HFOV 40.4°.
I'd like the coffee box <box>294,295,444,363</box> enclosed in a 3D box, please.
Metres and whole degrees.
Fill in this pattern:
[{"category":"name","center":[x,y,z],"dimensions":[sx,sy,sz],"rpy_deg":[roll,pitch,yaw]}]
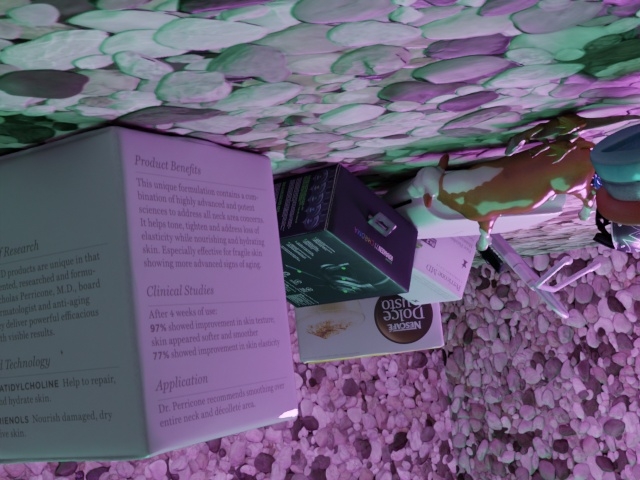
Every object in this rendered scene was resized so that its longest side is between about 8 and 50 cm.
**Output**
[{"category":"coffee box","center":[0.107,0.120,2.150],"dimensions":[0.337,0.334,0.338],"rpy_deg":[-6,174,1]}]

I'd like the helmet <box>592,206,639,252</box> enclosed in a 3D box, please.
[{"category":"helmet","center":[0.712,-0.049,1.996],"dimensions":[0.169,0.169,0.161],"rpy_deg":[-3,-171,-21]}]

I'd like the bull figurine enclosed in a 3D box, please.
[{"category":"bull figurine","center":[0.304,-0.080,1.428],"dimensions":[0.310,0.101,0.188],"rpy_deg":[-13,146,17]}]

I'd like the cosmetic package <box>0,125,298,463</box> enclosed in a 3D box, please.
[{"category":"cosmetic package","center":[-0.265,0.082,1.206],"dimensions":[0.327,0.394,0.329],"rpy_deg":[-10,172,31]}]

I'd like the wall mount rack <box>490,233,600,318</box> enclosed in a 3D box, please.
[{"category":"wall mount rack","center":[0.485,0.008,1.953],"dimensions":[0.130,0.350,0.304],"rpy_deg":[-45,158,16]}]

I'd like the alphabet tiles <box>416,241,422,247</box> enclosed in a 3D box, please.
[{"category":"alphabet tiles","center":[0.062,-0.033,1.685],"dimensions":[0.237,0.009,0.198],"rpy_deg":[25,172,-11]}]

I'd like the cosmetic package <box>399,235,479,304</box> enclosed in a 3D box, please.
[{"category":"cosmetic package","center":[0.223,0.022,1.857],"dimensions":[0.151,0.184,0.151],"rpy_deg":[32,154,-27]}]

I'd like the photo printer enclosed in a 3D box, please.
[{"category":"photo printer","center":[0.268,-0.068,1.649],"dimensions":[0.307,0.107,0.256],"rpy_deg":[-4,173,-18]}]

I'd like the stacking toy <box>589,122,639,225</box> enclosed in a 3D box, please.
[{"category":"stacking toy","center":[0.488,-0.155,1.126],"dimensions":[0.308,0.130,0.279],"rpy_deg":[-20,-161,12]}]

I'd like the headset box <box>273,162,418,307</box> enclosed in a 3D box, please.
[{"category":"headset box","center":[0.000,0.000,1.524],"dimensions":[0.283,0.131,0.246],"rpy_deg":[-11,146,39]}]

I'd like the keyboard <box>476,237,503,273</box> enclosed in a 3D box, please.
[{"category":"keyboard","center":[0.354,-0.013,1.955],"dimensions":[0.038,0.192,0.100],"rpy_deg":[-35,161,-6]}]

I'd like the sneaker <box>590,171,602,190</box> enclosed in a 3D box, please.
[{"category":"sneaker","center":[0.475,-0.118,1.592],"dimensions":[0.083,0.071,0.190],"rpy_deg":[7,177,35]}]

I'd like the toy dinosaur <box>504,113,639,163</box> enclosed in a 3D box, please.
[{"category":"toy dinosaur","center":[0.357,-0.160,1.222],"dimensions":[0.211,0.064,0.112],"rpy_deg":[-7,-160,24]}]
